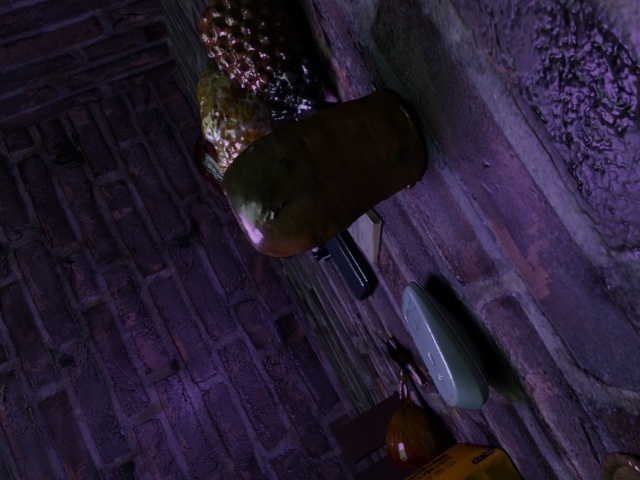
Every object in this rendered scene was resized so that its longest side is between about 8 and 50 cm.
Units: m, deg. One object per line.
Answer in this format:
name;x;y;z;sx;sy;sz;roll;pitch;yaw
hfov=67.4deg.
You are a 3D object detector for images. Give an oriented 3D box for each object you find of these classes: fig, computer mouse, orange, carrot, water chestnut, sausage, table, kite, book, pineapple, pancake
fig;0.304;0.565;1.499;0.190;0.191;0.290;83;-167;-54
computer mouse;0.266;0.214;1.010;0.159;0.097;0.288;82;169;-57
orange;-0.176;-0.314;1.301;0.210;0.271;0.368;12;141;33
carrot;0.000;-0.118;0.878;0.224;0.341;0.224;58;170;17
water chestnut;-0.263;-0.304;1.688;0.350;0.302;0.350;41;-160;-18
sausage;0.260;0.362;1.447;0.198;0.025;0.028;52;171;40
table;0.233;0.745;1.709;0.196;0.282;0.250;32;147;64
kite;0.230;0.354;1.486;0.183;0.014;0.241;49;-176;8
book;0.074;-0.090;1.304;0.289;0.026;0.201;56;165;30
pineapple;-0.099;-0.389;1.084;0.357;0.223;0.223;52;166;3
pancake;0.483;0.397;0.687;0.199;0.021;0.199;59;167;23

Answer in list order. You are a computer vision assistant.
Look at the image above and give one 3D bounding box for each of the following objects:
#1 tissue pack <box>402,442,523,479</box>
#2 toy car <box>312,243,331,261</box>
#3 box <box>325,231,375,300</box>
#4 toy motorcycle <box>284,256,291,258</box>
tissue pack;0.293;0.683;1.163;0.228;0.382;0.293;58;165;15
toy car;0.000;0.000;1.642;0.070;0.080;0.170;49;161;52
box;0.089;0.067;1.490;0.230;0.050;0.160;59;166;19
toy motorcycle;-0.074;-0.130;1.526;0.134;0.207;0.401;60;-168;-51
